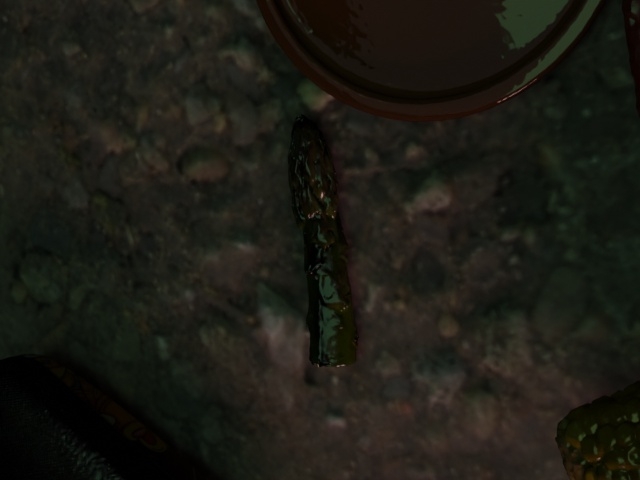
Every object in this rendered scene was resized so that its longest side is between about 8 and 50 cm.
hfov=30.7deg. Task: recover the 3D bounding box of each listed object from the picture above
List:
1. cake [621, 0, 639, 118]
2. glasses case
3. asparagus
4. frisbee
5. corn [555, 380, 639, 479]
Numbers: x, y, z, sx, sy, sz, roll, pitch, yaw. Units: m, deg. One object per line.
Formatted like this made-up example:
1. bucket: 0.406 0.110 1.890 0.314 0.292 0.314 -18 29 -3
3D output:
1. cake: 0.233 -0.096 0.549 0.150 0.177 0.283 -7 92 26
2. glasses case: -0.136 0.205 0.819 0.321 0.082 0.122 37 109 19
3. asparagus: 0.000 0.000 0.757 0.036 0.030 0.165 -6 95 40
4. frisbee: 0.063 -0.198 0.706 0.250 0.021 0.251 4 99 25
5. corn: 0.253 0.096 0.611 0.261 0.097 0.097 -15 90 28
